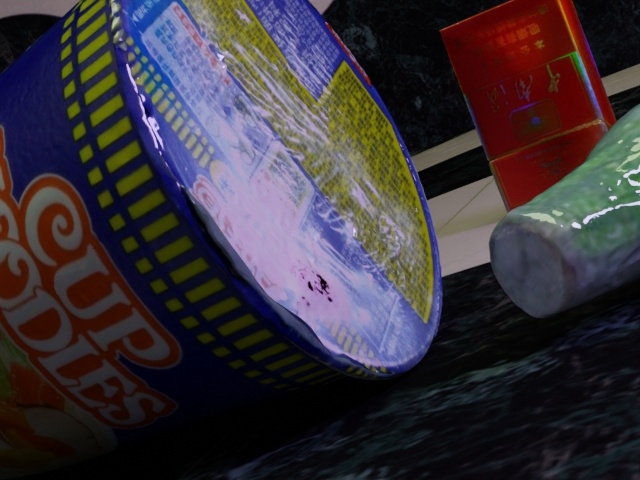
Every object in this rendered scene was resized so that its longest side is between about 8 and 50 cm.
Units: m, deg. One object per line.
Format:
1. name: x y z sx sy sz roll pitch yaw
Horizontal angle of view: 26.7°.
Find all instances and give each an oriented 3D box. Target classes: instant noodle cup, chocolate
1. instant noodle cup: -0.133 0.011 0.781 0.312 0.284 0.284 -28 2 25
2. chocolate: 0.208 -0.044 0.697 0.291 0.110 0.110 -28 7 -29

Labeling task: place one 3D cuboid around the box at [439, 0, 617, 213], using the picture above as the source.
1. box: 0.185 -0.121 1.161 0.112 0.175 0.048 -20 3 27
